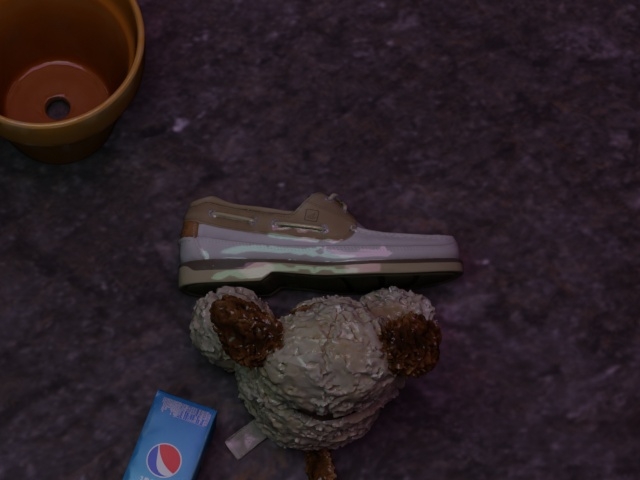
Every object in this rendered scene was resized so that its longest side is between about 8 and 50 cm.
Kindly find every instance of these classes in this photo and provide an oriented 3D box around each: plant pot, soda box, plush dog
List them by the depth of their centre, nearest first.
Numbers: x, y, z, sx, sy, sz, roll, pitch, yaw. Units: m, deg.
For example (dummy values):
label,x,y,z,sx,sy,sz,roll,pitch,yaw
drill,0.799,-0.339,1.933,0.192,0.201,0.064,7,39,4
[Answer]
label,x,y,z,sx,sy,sz,roll,pitch,yaw
plush dog,-0.001,0.128,1.738,0.262,0.225,0.211,1,69,-3
soda box,-0.170,0.263,1.759,0.067,0.071,0.210,20,69,3
plant pot,-0.285,-0.175,1.855,0.205,0.188,0.205,1,70,-2

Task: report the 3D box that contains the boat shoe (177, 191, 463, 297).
label,x,y,z,sx,sy,sz,roll,pitch,yaw
boat shoe,0.000,0.000,1.847,0.302,0.113,0.103,0,75,-3
